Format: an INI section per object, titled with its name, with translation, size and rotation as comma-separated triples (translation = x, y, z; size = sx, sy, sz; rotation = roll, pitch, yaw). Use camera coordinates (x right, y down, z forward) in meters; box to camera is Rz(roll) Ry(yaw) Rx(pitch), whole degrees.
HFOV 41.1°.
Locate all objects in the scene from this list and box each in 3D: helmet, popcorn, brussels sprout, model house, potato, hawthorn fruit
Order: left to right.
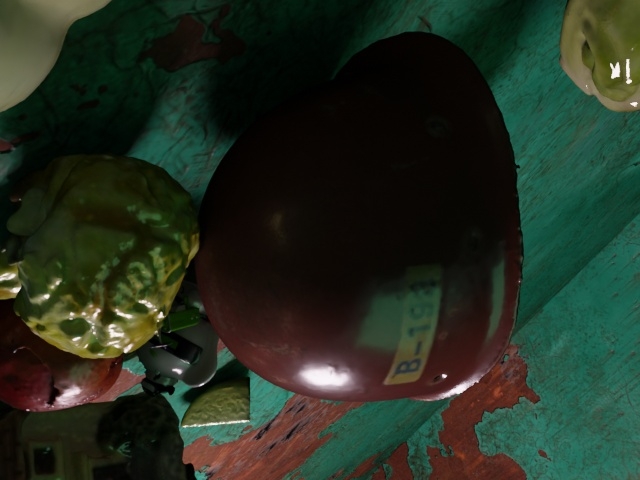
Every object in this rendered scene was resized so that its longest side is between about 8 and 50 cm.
[hawthorn fruit]
translation = -0.287, 0.110, 0.882
size = 0.172, 0.148, 0.148
rotation = -18, 156, -4
[model house]
translation = -0.319, 0.335, 0.999
size = 0.261, 0.321, 0.266
rotation = -25, 158, 32
[popcorn]
translation = -0.211, 0.013, 0.758
size = 0.198, 0.212, 0.198
rotation = 6, 90, -67
[potato]
translation = -0.183, 0.284, 1.507
size = 0.120, 0.081, 0.149
rotation = -2, 170, -6
[helmet]
translation = 0.000, 0.000, 0.826
size = 0.230, 0.337, 0.385
rotation = -13, 129, -34
[brussels sprout]
translation = 0.413, -0.305, 0.953
size = 0.328, 0.247, 0.328
rotation = -16, 142, -13

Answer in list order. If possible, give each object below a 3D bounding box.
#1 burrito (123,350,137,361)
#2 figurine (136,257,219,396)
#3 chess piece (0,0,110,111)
[burrito]
translation = -0.290, 0.152, 1.076
size = 0.188, 0.045, 0.058
rotation = -29, 144, -12
[figurine]
translation = -0.165, 0.096, 1.021
size = 0.126, 0.147, 0.192
rotation = 24, 85, -35
[chess piece]
translation = -0.293, -0.031, 0.337
size = 0.442, 0.234, 0.234
rotation = -49, 158, 2
